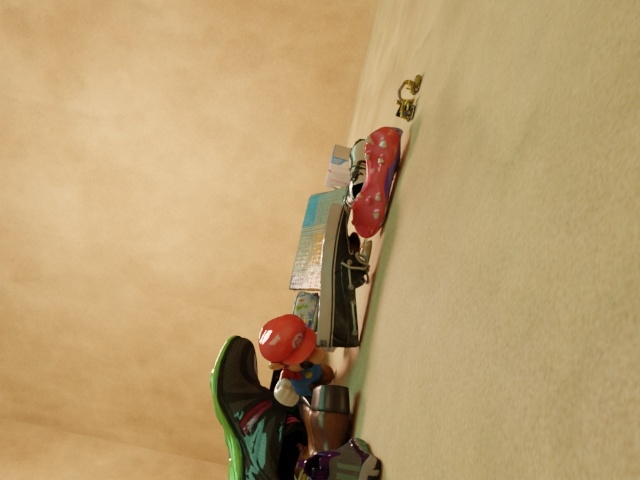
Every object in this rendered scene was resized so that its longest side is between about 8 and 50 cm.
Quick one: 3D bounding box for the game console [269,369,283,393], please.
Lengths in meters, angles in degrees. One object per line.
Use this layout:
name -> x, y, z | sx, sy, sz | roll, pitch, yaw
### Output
game console -> -0.140, 0.470, 1.734 | 0.342, 0.060, 0.387 | -60, -18, -80

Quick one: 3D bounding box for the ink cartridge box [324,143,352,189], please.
ink cartridge box -> 0.080, -0.252, 2.143 | 0.181, 0.104, 0.062 | 109, 173, -59

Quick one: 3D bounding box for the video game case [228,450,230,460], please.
video game case -> -0.239, 0.660, 1.793 | 0.157, 0.019, 0.143 | -2, 93, 62

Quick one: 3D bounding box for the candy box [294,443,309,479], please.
candy box -> -0.088, 0.595, 1.588 | 0.053, 0.109, 0.187 | 119, 163, -85

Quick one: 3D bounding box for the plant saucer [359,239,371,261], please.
plant saucer -> 0.102, 0.037, 1.414 | 0.083, 0.015, 0.084 | -166, 90, -86

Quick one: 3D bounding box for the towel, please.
towel -> 0.000, 0.000, 2.159 | 0.271, 0.040, 0.370 | -5, 70, 57

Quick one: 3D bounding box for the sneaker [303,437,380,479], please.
sneaker -> 0.021, 0.332, 0.905 | 0.224, 0.098, 0.083 | 115, 168, -72

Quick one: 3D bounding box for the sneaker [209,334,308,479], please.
sneaker -> -0.132, 0.448, 1.458 | 0.185, 0.202, 0.483 | 55, -166, -59

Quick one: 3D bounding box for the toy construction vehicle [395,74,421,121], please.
toy construction vehicle -> 0.179, -0.297, 1.270 | 0.086, 0.035, 0.098 | -158, 81, -86

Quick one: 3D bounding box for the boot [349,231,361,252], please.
boot -> 0.067, 0.029, 1.588 | 0.197, 0.072, 0.152 | -97, 16, -45

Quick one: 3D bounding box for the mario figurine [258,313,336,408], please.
mario figurine -> -0.025, 0.285, 1.359 | 0.321, 0.170, 0.198 | 70, -179, -52

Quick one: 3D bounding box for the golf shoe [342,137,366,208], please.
golf shoe -> 0.116, -0.182, 1.664 | 0.094, 0.077, 0.198 | -159, 76, -76

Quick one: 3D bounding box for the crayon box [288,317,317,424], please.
crayon box -> -0.058, 0.433, 1.940 | 0.202, 0.081, 0.319 | -82, 6, -57

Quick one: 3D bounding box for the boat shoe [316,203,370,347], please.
boat shoe -> 0.052, 0.071, 1.271 | 0.113, 0.104, 0.307 | 88, -175, -69

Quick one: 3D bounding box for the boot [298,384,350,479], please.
boot -> 0.005, 0.437, 1.150 | 0.264, 0.096, 0.281 | 126, 150, -63

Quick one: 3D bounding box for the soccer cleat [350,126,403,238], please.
soccer cleat -> 0.126, -0.120, 1.280 | 0.095, 0.083, 0.248 | -25, -49, -45

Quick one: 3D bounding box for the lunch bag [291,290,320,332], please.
lunch bag -> -0.051, 0.296, 2.105 | 0.219, 0.090, 0.176 | -78, -10, -56
